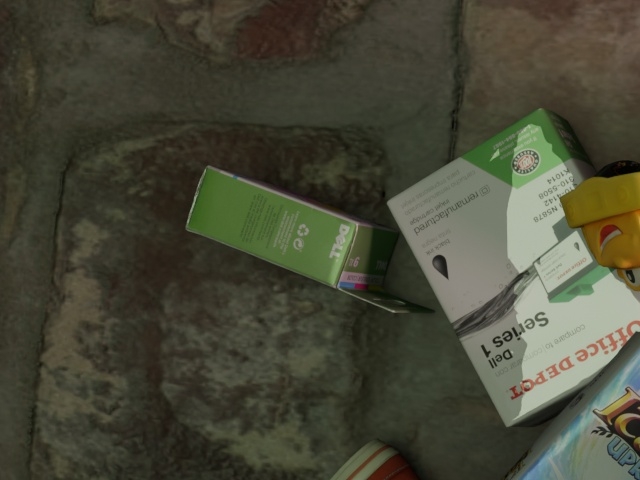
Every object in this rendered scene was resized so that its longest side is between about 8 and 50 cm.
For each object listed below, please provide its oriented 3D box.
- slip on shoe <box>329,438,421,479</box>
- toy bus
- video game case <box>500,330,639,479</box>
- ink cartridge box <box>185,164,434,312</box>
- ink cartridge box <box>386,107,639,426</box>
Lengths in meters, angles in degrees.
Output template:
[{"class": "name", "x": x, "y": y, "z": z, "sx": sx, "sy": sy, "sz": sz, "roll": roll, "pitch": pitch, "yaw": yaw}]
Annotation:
[{"class": "slip on shoe", "x": -0.017, "y": 0.326, "z": 1.290, "sx": 0.101, "sy": 0.123, "sz": 0.331, "roll": 40, "pitch": 95, "yaw": 16}, {"class": "toy bus", "x": 0.315, "y": 0.023, "z": 1.131, "sx": 0.220, "sy": 0.149, "sz": 0.211, "roll": -10, "pitch": 88, "yaw": -20}, {"class": "video game case", "x": 0.261, "y": 0.247, "z": 1.127, "sx": 0.269, "sy": 0.061, "sz": 0.244, "roll": 43, "pitch": 89, "yaw": 3}, {"class": "ink cartridge box", "x": 0.000, "y": 0.000, "z": 1.312, "sx": 0.209, "sy": 0.109, "sz": 0.062, "roll": 21, "pitch": 94, "yaw": 22}, {"class": "ink cartridge box", "x": 0.181, "y": 0.026, "z": 1.245, "sx": 0.160, "sy": 0.092, "sz": 0.219, "roll": -32, "pitch": 75, "yaw": 17}]
